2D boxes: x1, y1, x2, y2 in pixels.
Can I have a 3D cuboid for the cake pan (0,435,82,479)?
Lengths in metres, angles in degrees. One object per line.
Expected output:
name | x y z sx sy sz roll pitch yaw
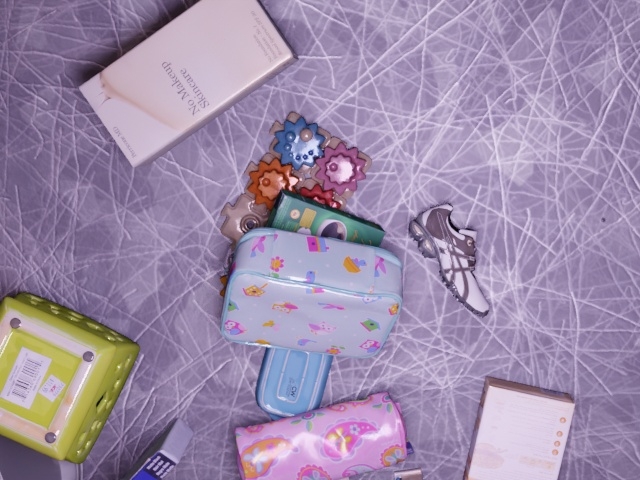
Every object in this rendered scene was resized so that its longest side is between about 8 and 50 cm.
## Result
cake pan | -0.559 0.399 1.866 0.293 0.054 0.293 0 97 4

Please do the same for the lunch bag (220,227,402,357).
lunch bag | -0.021 0.089 1.704 0.279 0.224 0.107 10 54 -6

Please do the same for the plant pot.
plant pot | -0.444 0.218 1.732 0.227 0.207 0.228 25 83 0

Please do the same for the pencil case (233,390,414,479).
pencil case | 0.004 0.330 1.769 0.284 0.124 0.124 -14 96 -2

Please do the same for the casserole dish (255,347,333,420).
casserole dish | -0.044 0.221 1.815 0.114 0.037 0.188 16 99 3

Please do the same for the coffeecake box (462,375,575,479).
coffeecake box | 0.323 0.333 1.785 0.142 0.068 0.185 12 98 2

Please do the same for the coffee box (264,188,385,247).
coffee box | 0.000 0.000 1.751 0.184 0.040 0.113 19 104 -18

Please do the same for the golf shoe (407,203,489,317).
golf shoe | 0.227 0.032 1.752 0.094 0.077 0.198 -35 94 7

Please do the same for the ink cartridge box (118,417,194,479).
ink cartridge box | -0.307 0.407 1.763 0.045 0.224 0.223 43 99 -1

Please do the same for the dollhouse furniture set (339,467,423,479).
dollhouse furniture set | 0.035 0.532 1.766 0.303 0.198 0.286 -9 96 6

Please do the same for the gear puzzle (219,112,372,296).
gear puzzle | -0.071 -0.033 1.780 0.175 0.044 0.339 32 98 0

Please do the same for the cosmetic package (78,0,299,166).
cosmetic package | -0.206 -0.267 1.729 0.309 0.113 0.160 -35 94 6
